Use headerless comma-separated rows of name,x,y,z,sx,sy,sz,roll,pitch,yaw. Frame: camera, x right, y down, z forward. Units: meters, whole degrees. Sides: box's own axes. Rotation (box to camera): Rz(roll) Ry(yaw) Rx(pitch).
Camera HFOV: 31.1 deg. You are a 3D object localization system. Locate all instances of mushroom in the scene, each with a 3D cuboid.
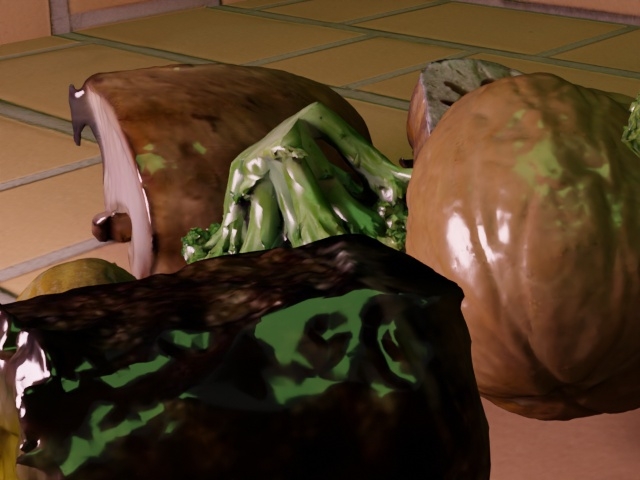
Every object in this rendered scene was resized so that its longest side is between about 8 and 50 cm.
mushroom,-0.079,-0.096,1.435,0.397,0.224,0.313,-8,20,-23

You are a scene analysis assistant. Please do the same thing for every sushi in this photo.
sushi,-0.068,0.161,0.696,0.294,0.299,0.281,-9,1,-28

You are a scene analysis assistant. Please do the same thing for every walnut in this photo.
walnut,0.202,0.000,0.982,0.277,0.252,0.313,13,52,-13

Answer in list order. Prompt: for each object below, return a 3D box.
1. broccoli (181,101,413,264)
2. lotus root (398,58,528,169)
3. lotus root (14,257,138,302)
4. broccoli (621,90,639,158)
broccoli,0.000,0.000,1.156,0.294,0.245,0.265,-30,5,10
lotus root,0.211,-0.101,1.475,0.272,0.192,0.272,13,50,-17
lotus root,-0.205,0.110,1.024,0.154,0.154,0.278,-4,27,-9
broccoli,0.358,0.034,0.717,0.321,0.310,0.413,-23,72,-41
